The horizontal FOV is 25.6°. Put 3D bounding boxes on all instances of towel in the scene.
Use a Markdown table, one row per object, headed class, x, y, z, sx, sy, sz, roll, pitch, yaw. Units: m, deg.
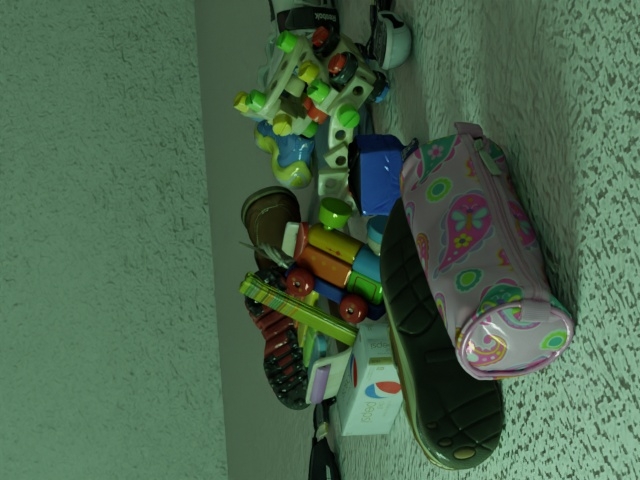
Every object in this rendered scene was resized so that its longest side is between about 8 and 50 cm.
| class | x | y | z | sx | sy | sz | roll | pitch | yaw |
| --- | --- | --- | --- | --- | --- | --- | --- | --- | --- |
| towel | -0.007 | 0.111 | 2.037 | 0.021 | 0.237 | 0.102 | -64 | 4 | -12 |

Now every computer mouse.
| class | x | y | z | sx | sy | sz | roll | pitch | yaw |
| --- | --- | --- | --- | --- | --- | --- | --- | --- | --- |
| computer mouse | 0.095 | -0.273 | 1.906 | 0.193 | 0.042 | 0.106 | -105 | 21 | -67 |
| computer mouse | 0.012 | 0.375 | 2.384 | 0.184 | 0.060 | 0.262 | 99 | 176 | -58 |

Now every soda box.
| class | x | y | z | sx | sy | sz | roll | pitch | yaw |
| --- | --- | --- | --- | --- | --- | --- | --- | --- | --- |
| soda box | 0.077 | 0.197 | 1.982 | 0.216 | 0.074 | 0.069 | 104 | 160 | -54 |

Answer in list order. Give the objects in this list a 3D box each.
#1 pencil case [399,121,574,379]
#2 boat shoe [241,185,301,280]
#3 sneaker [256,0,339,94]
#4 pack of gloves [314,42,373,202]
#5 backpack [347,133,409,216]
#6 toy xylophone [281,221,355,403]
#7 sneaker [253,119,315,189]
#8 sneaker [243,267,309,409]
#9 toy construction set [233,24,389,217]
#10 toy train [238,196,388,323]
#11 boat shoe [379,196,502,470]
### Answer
| class | x | y | z | sx | sy | sz | roll | pitch | yaw |
| --- | --- | --- | --- | --- | --- | --- | --- | --- | --- |
| pencil case | 0.162 | 0.006 | 1.425 | 0.284 | 0.124 | 0.124 | -102 | 15 | -46 |
| boat shoe | -0.072 | 0.008 | 2.603 | 0.307 | 0.110 | 0.104 | 77 | 172 | -63 |
| sneaker | -0.017 | -0.347 | 2.310 | 0.146 | 0.122 | 0.330 | 39 | 132 | 51 |
| pack of gloves | 0.050 | -0.160 | 2.181 | 0.195 | 0.046 | 0.232 | 145 | 124 | -59 |
| backpack | 0.083 | -0.086 | 1.835 | 0.120 | 0.101 | 0.098 | -116 | 28 | -72 |
| toy xylophone | 0.001 | 0.093 | 2.320 | 0.323 | 0.081 | 0.236 | -105 | 18 | -47 |
| sneaker | -0.053 | -0.198 | 2.570 | 0.240 | 0.091 | 0.126 | -119 | 40 | -51 |
| sneaker | -0.050 | 0.183 | 2.511 | 0.135 | 0.097 | 0.276 | 36 | -150 | -53 |
| toy construction set | -0.001 | -0.191 | 2.059 | 0.215 | 0.151 | 0.328 | -52 | 44 | 17 |
| toy train | 0.000 | 0.000 | 1.984 | 0.105 | 0.248 | 0.143 | -36 | -32 | -55 |
| boat shoe | 0.126 | 0.107 | 1.620 | 0.120 | 0.122 | 0.324 | 113 | 154 | -71 |
